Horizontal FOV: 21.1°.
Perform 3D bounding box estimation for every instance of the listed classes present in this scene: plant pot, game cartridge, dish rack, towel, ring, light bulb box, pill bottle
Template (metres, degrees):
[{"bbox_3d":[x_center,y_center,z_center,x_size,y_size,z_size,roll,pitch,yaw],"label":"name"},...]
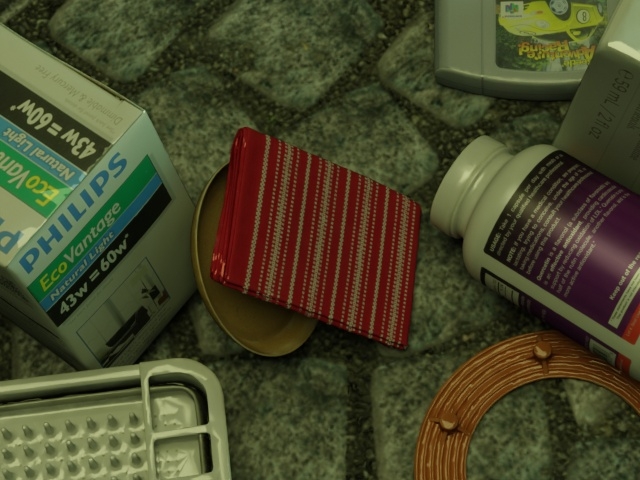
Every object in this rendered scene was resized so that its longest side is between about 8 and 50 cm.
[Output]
[{"bbox_3d":[-0.076,0.019,1.989,0.032,0.236,0.236,-11,62,36],"label":"plant pot"},{"bbox_3d":[0.289,-0.270,2.150,0.294,0.060,0.196,-1,71,6],"label":"game cartridge"},{"bbox_3d":[-0.262,0.287,1.900,0.333,0.072,0.285,-7,66,0],"label":"dish rack"},{"bbox_3d":[0.000,0.000,1.987,0.275,0.031,0.198,22,63,-32],"label":"towel"},{"bbox_3d":[0.273,0.255,1.936,0.337,0.032,0.336,-2,67,5],"label":"ring"},{"bbox_3d":[-0.346,-0.062,1.947,0.358,0.361,0.225,33,74,23],"label":"light bulb box"},{"bbox_3d":[0.292,0.010,1.954,0.323,0.181,0.181,33,74,20],"label":"pill bottle"}]

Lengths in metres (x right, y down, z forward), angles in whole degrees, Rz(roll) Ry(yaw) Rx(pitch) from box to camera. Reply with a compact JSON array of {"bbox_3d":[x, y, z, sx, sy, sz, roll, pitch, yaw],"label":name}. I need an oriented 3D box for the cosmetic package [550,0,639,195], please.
[{"bbox_3d":[0.518,-0.197,1.913,0.394,0.329,0.327,26,72,7],"label":"cosmetic package"}]
